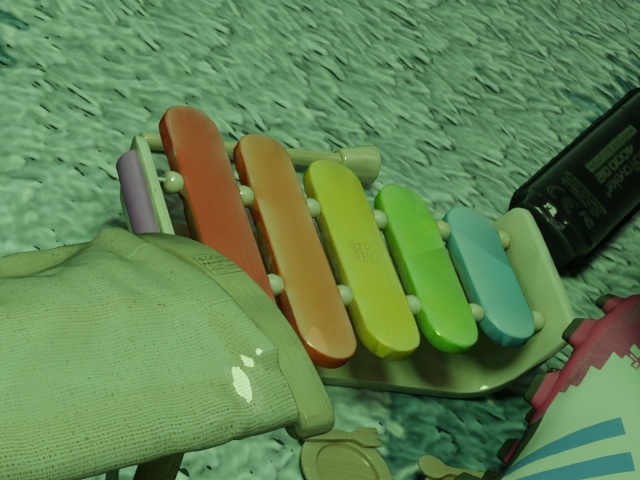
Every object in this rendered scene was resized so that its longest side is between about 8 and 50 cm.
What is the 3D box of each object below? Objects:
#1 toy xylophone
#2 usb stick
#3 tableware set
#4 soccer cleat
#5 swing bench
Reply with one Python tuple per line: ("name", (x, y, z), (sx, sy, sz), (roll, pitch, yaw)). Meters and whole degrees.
("toy xylophone", (0.000, 0.000, 1.152), (0.323, 0.081, 0.236), (2, 49, -37))
("usb stick", (0.229, -0.054, 1.421), (0.077, 0.045, 0.278), (48, 38, 4))
("tableware set", (0.053, 0.179, 1.054), (0.141, 0.020, 0.168), (19, 41, -22))
("soccer cleat", (0.163, 0.154, 1.053), (0.143, 0.116, 0.331), (31, 40, 13))
("swing bench", (-0.177, 0.100, 0.762), (0.253, 0.254, 0.165), (-6, 54, -42))
